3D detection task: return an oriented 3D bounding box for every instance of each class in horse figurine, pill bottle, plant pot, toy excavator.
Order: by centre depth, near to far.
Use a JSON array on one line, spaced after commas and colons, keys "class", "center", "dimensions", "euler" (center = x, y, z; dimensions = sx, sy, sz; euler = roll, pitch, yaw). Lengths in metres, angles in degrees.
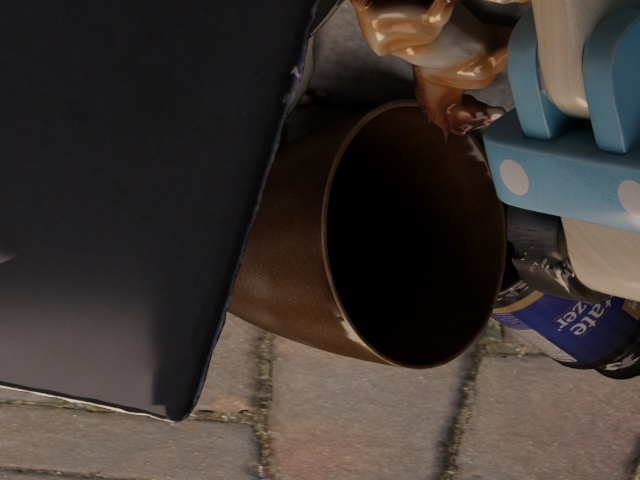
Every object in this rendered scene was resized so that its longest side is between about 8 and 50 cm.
[{"class": "toy excavator", "center": [0.188, -0.144, 1.171], "dimensions": [0.222, 0.433, 0.445], "euler": [14, 127, 51]}, {"class": "horse figurine", "center": [0.099, -0.157, 1.337], "dimensions": [0.174, 0.066, 0.263], "euler": [-12, 157, 33]}, {"class": "plant pot", "center": [0.000, 0.000, 1.539], "dimensions": [0.230, 0.215, 0.215], "euler": [-4, 153, 46]}, {"class": "pill bottle", "center": [0.218, 0.041, 1.627], "dimensions": [0.122, 0.123, 0.219], "euler": [-19, 144, 36]}]

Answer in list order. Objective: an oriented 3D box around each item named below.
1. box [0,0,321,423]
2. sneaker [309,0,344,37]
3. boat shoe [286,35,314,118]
[{"class": "box", "center": [-0.270, -0.177, 0.895], "dimensions": [0.479, 0.472, 0.297], "euler": [13, 106, -13]}, {"class": "sneaker", "center": [-0.038, -0.118, 1.237], "dimensions": [0.222, 0.118, 0.083], "euler": [-40, 138, 22]}, {"class": "boat shoe", "center": [-0.051, -0.140, 1.409], "dimensions": [0.070, 0.078, 0.219], "euler": [39, 156, 11]}]
